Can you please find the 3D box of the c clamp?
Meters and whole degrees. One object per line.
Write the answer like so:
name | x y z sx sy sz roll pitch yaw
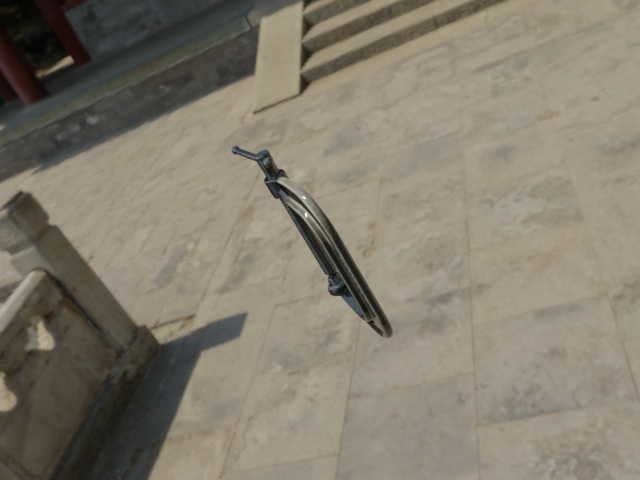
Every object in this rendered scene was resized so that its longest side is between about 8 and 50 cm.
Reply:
c clamp | 0.000 0.000 0.497 0.022 0.160 0.137 -36 23 -11
